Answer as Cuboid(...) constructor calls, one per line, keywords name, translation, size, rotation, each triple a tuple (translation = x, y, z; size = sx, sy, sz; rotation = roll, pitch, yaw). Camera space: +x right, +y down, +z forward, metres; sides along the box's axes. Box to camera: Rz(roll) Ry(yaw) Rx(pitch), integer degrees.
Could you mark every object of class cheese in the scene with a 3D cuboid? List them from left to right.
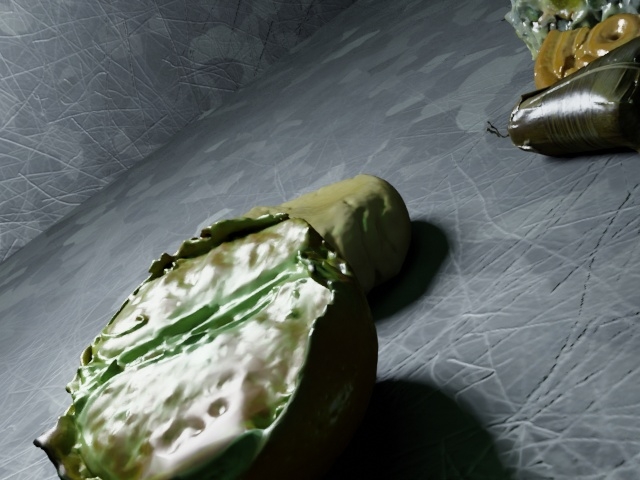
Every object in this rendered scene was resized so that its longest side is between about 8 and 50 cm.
Cuboid(name="cheese", translation=(0.000, 0.000, 0.997), size=(0.213, 0.117, 0.226), rotation=(-17, 20, 19))

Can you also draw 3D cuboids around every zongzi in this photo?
Cuboid(name="zongzi", translation=(0.306, -0.176, 0.964), size=(0.187, 0.084, 0.184), rotation=(1, 53, 53))

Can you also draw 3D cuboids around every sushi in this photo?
Cuboid(name="sushi", translation=(0.360, -0.326, 1.121), size=(0.274, 0.184, 0.139), rotation=(-1, 38, 51))

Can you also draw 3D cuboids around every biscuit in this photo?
Cuboid(name="biscuit", translation=(0.338, -0.207, 1.025), size=(0.224, 0.033, 0.145), rotation=(9, 68, 52))

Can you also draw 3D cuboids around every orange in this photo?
Cuboid(name="orange", translation=(-0.070, 0.110, 0.725), size=(0.262, 0.196, 0.334), rotation=(-47, 16, 2))
